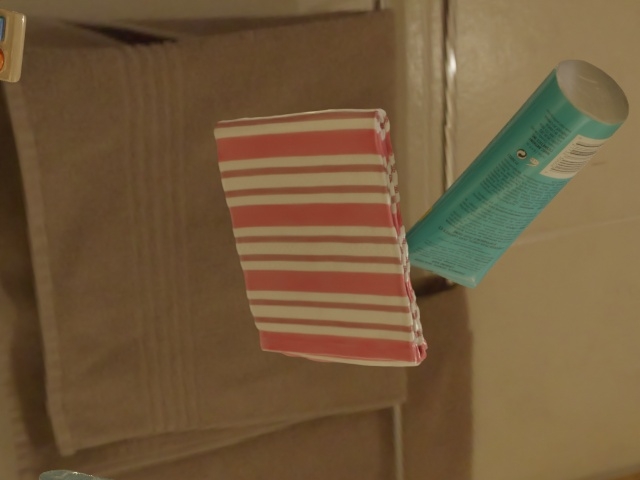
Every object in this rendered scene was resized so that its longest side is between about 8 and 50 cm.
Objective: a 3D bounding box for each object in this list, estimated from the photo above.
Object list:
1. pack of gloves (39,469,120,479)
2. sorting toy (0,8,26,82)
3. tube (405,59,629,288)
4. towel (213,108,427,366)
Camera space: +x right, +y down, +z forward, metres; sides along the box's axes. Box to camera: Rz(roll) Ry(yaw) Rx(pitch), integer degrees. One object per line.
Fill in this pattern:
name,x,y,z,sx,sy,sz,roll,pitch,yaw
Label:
pack of gloves,-0.144,0.185,0.547,0.195,0.232,0.046,-50,138,-65
sorting toy,-0.270,-0.145,0.726,0.012,0.062,0.083,-103,-155,-64
tube,0.122,-0.032,0.619,0.207,0.080,0.052,126,-18,-46
towel,0.000,0.000,0.676,0.144,0.029,0.197,1,-68,32
